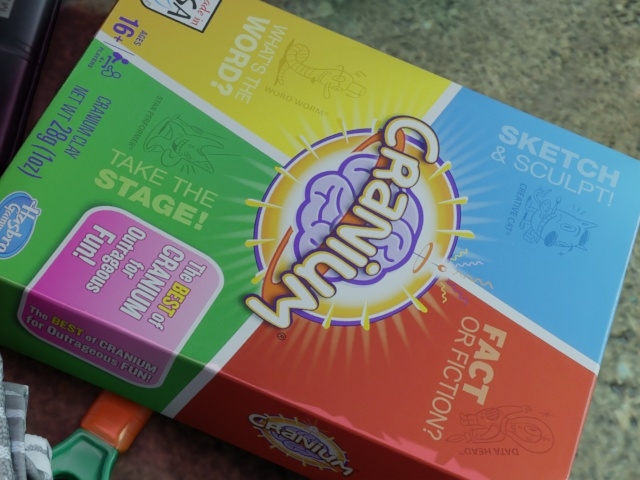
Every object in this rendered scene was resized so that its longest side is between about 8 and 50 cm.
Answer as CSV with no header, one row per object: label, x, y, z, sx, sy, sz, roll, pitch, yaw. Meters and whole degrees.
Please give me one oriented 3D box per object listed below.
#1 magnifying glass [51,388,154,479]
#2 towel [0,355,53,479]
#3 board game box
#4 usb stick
magnifying glass,-0.126,0.122,0.733,0.092,0.026,0.231,30,64,6
towel,-0.246,0.162,0.584,0.284,0.121,0.235,-8,44,-5
board game box,0.000,0.000,0.774,0.317,0.064,0.242,23,54,1
usb stick,-0.187,-0.153,0.847,0.077,0.045,0.278,8,62,2
